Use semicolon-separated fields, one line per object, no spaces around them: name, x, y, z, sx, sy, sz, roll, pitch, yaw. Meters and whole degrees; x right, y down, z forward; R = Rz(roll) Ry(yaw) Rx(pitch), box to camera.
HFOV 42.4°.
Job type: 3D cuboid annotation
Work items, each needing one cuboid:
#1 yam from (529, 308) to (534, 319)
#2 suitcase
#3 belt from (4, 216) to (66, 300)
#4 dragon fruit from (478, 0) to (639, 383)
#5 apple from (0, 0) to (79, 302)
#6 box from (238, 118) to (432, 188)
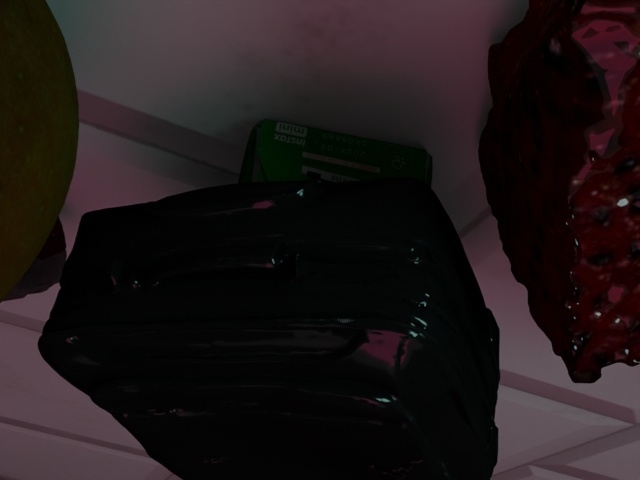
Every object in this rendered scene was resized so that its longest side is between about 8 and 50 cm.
yam;0.246;0.033;0.835;0.068;0.068;0.169;0;150;14
suitcase;-0.029;0.091;0.714;0.345;0.188;0.339;-3;143;23
belt;-0.369;-0.015;0.852;0.124;0.128;0.201;-7;143;26
dragon fruit;0.242;-0.107;0.544;0.286;0.228;0.329;-17;131;10
apple;-0.350;-0.066;0.523;0.374;0.384;0.374;38;156;20
box;0.000;0.000;0.810;0.180;0.103;0.250;11;151;-4
